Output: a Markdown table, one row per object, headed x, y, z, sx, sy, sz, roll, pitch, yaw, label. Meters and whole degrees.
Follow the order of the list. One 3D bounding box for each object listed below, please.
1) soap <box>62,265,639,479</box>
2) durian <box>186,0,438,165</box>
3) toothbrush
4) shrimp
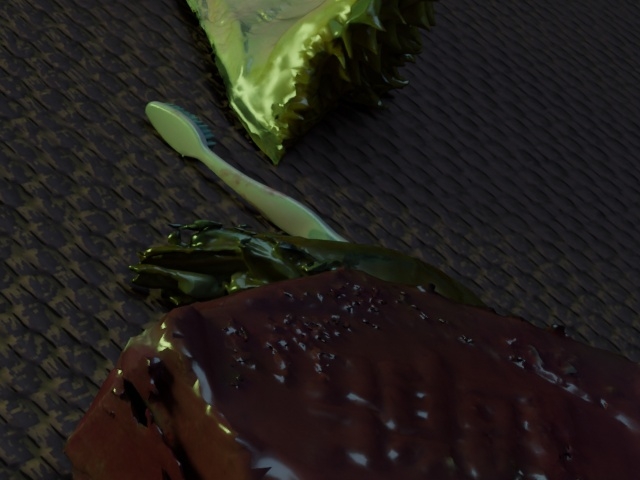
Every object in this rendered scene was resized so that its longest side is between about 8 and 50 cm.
| x | y | z | sx | sy | sz | roll | pitch | yaw | label |
| --- | --- | --- | --- | --- | --- | --- | --- | --- | --- |
| 0.031 | 0.107 | 0.779 | 0.289 | 0.112 | 0.182 | 15 | 31 | -23 | soap |
| 0.024 | -0.191 | 1.187 | 0.185 | 0.196 | 0.305 | 28 | 25 | -21 | durian |
| 0.000 | 0.000 | 1.022 | 0.269 | 0.021 | 0.027 | 39 | 34 | 14 | toothbrush |
| 0.010 | 0.055 | 0.922 | 0.236 | 0.053 | 0.133 | 20 | 55 | -22 | shrimp |
